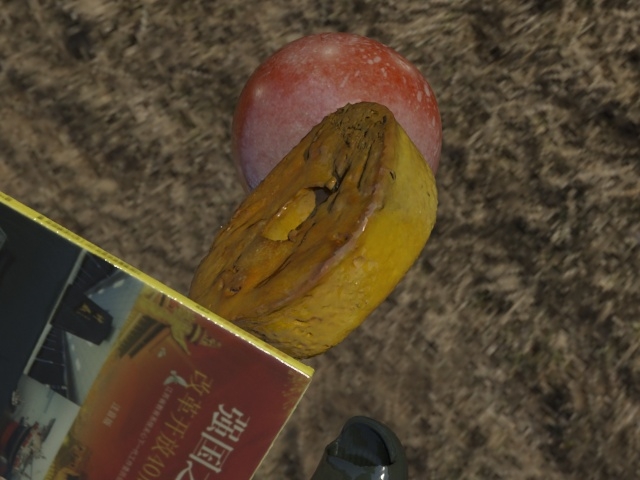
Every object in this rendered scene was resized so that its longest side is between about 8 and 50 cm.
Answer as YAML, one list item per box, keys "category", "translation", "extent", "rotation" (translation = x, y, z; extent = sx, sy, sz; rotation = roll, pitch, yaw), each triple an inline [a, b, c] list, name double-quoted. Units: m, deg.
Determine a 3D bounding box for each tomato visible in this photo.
- category: "tomato"
  translation: [0.023, -0.123, 1.580]
  extent: [0.227, 0.270, 0.270]
  rotation: [-115, 14, -62]

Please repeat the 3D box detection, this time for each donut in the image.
- category: "donut"
  translation: [0.002, -0.002, 1.242]
  extent: [0.108, 0.277, 0.277]
  rotation: [41, 140, -22]

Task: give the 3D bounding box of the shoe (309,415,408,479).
- category: "shoe"
  translation: [0.024, 0.322, 1.477]
  extent: [0.108, 0.093, 0.241]
  rotation: [6, 78, 43]

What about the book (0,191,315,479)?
- category: "book"
  translation: [-0.226, 0.130, 1.174]
  extent: [0.374, 0.028, 0.262]
  rotation: [30, 111, -1]
